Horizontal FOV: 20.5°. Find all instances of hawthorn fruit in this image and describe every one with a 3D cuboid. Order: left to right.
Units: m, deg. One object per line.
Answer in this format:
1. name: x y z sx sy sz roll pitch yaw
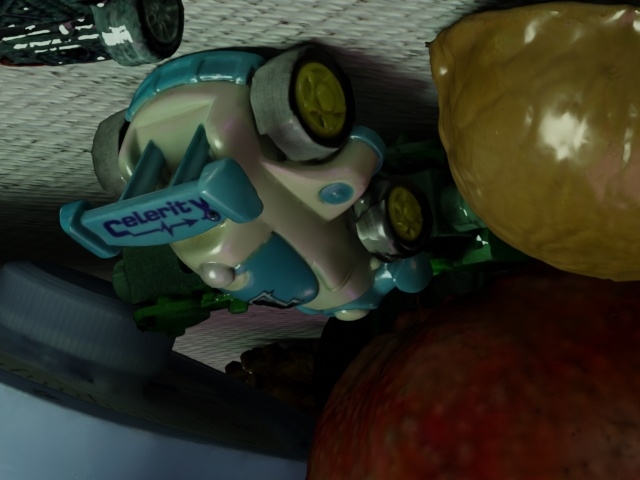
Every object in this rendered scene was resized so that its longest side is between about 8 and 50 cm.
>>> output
1. hawthorn fruit: 0.136 0.155 0.861 0.265 0.307 0.265 -20 174 -2

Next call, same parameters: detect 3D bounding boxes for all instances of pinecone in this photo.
1. pinecone: -0.002 0.155 1.454 0.195 0.150 0.179 2 169 30

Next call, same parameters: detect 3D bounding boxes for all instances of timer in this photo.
1. timer: -0.157 0.108 1.066 0.395 0.173 0.395 19 -179 0

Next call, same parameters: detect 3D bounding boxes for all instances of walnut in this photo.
1. walnut: 0.116 -0.029 0.736 0.167 0.087 0.211 15 174 13

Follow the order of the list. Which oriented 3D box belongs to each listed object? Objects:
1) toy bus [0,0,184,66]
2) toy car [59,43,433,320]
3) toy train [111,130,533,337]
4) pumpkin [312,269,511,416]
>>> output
1. toy bus: -0.110 -0.105 0.479 0.081 0.089 0.195 -5 165 25
2. toy car: -0.030 -0.003 0.799 0.126 0.098 0.161 -11 130 37
3. toy train: 0.000 0.000 0.956 0.251 0.085 0.119 -11 172 39
4. pumpkin: 0.112 0.107 1.124 0.250 0.216 0.250 11 145 8
